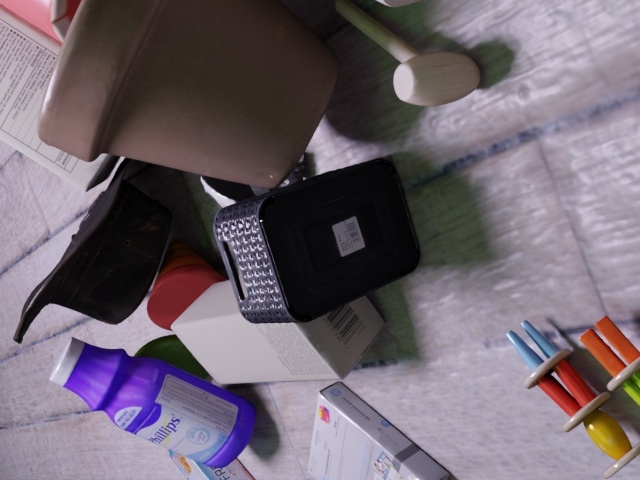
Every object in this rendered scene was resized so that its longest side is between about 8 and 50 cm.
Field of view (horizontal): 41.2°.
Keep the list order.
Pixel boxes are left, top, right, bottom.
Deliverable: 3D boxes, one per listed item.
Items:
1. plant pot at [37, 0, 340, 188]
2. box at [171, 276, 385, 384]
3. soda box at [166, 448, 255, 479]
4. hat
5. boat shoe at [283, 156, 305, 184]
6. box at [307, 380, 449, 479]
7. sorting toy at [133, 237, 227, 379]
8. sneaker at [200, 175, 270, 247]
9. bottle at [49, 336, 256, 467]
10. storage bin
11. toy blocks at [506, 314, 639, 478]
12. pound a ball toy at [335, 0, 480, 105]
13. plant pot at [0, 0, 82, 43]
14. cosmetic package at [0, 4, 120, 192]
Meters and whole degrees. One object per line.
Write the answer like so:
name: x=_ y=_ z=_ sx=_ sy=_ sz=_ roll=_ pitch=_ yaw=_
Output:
plant pot: x=-0.111 y=-0.167 z=0.831 sx=0.229 sy=0.263 sz=0.263 roll=25 pitch=141 yaw=-12
box: x=-0.059 y=0.103 z=1.019 sx=0.275 sy=0.094 sz=0.113 roll=-12 pitch=119 yaw=53
soda box: x=-0.164 y=0.363 z=1.328 sx=0.183 sy=0.063 sz=0.058 roll=41 pitch=136 yaw=31
hat: x=-0.293 y=0.025 z=1.205 sx=0.134 sy=0.331 sz=0.331 roll=34 pitch=146 yaw=-16
boat shoe: x=-0.066 y=-0.087 z=1.000 sx=0.125 sy=0.046 sz=0.038 roll=9 pitch=110 yaw=40
box: x=0.063 y=0.281 z=1.027 sx=0.186 sy=0.038 sz=0.145 roll=34 pitch=131 yaw=36
sorting toy: x=-0.228 y=0.132 z=1.280 sx=0.126 sy=0.127 sz=0.365 roll=-111 pitch=31 yaw=-41
sneaker: x=-0.082 y=-0.026 z=1.027 sx=0.178 sy=0.072 sz=0.077 roll=39 pitch=137 yaw=35
bottle: x=-0.234 y=0.223 z=1.194 sx=0.283 sy=0.092 sz=0.118 roll=29 pitch=131 yaw=-17
storage bin: x=0.000 y=0.000 z=0.846 sx=0.084 sy=0.180 sz=0.122 roll=-9 pitch=100 yaw=53
toy blocks: x=0.230 y=0.112 z=0.723 sx=0.148 sy=0.054 sz=0.123 roll=51 pitch=140 yaw=22
pound a ball toy: x=0.004 y=-0.267 z=0.746 sx=0.319 sy=0.136 sz=0.208 roll=39 pitch=134 yaw=33
plant pot: x=-0.305 y=-0.372 z=0.991 sx=0.243 sy=0.275 sz=0.275 roll=44 pitch=138 yaw=14
cosmetic package: x=-0.380 y=-0.209 z=1.105 sx=0.296 sy=0.129 sz=0.153 roll=34 pitch=100 yaw=-7
